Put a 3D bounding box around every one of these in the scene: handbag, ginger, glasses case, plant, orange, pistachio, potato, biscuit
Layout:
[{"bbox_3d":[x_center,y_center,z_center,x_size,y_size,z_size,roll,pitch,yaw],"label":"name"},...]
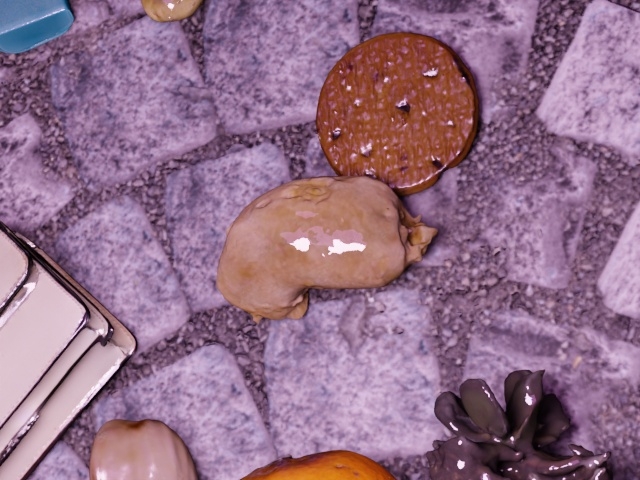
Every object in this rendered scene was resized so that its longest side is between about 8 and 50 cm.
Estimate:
[{"bbox_3d":[-0.433,0.173,1.762,0.237,0.160,0.358,39,88,29],"label":"handbag"},{"bbox_3d":[0.000,0.000,1.696,0.267,0.152,0.138,-17,42,16],"label":"ginger"},{"bbox_3d":[-0.423,-0.406,1.970,0.117,0.070,0.301,-20,69,4],"label":"glasses case"},{"bbox_3d":[0.217,0.270,1.533,0.188,0.199,0.276,-11,76,7],"label":"plant"},{"bbox_3d":[-0.008,0.313,1.567,0.224,0.224,0.170,-20,89,10],"label":"orange"},{"bbox_3d":[-0.202,0.304,1.673,0.129,0.131,0.206,-38,60,49],"label":"pistachio"},{"bbox_3d":[-0.187,-0.345,1.878,0.092,0.070,0.138,7,79,16],"label":"potato"},{"bbox_3d":[0.092,-0.155,1.762,0.212,0.036,0.212,-5,72,15],"label":"biscuit"}]
